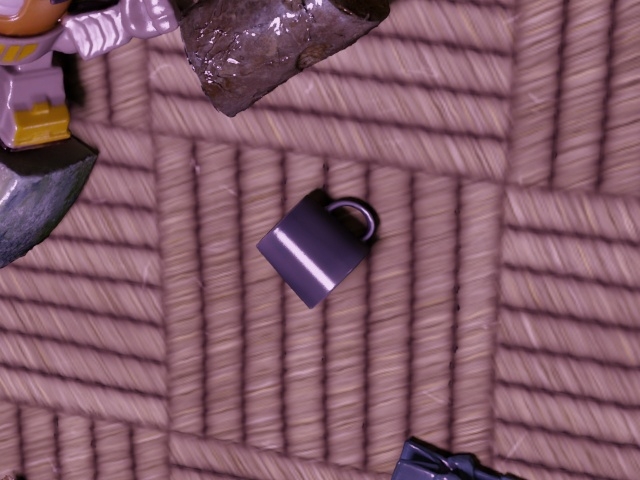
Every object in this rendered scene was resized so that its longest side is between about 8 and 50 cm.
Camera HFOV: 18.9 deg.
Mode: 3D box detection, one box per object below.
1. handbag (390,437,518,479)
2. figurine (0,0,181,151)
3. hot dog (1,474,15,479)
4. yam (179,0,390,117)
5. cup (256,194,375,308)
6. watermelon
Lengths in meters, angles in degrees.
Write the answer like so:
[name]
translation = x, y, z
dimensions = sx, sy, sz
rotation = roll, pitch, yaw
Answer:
[handbag]
translation = 0.162, 0.295, 1.831
dimensions = 0.229, 0.062, 0.179
rotation = 23, 123, 8
[figurine]
translation = -0.275, -0.230, 1.662
dimensions = 0.308, 0.143, 0.308
rotation = -9, 131, -10
[hot dog]
translation = -0.273, 0.366, 2.032
dimensions = 0.109, 0.072, 0.269
rotation = -18, 111, 26
[yam]
translation = -0.038, -0.184, 1.628
dimensions = 0.183, 0.107, 0.107
rotation = -27, 105, 27
[cup]
translation = 0.000, 0.000, 1.733
dimensions = 0.100, 0.078, 0.077
rotation = -44, 92, -1
[watermelon]
translation = -0.367, -0.091, 1.772
dimensions = 0.256, 0.193, 0.140
rotation = 43, 124, 12
